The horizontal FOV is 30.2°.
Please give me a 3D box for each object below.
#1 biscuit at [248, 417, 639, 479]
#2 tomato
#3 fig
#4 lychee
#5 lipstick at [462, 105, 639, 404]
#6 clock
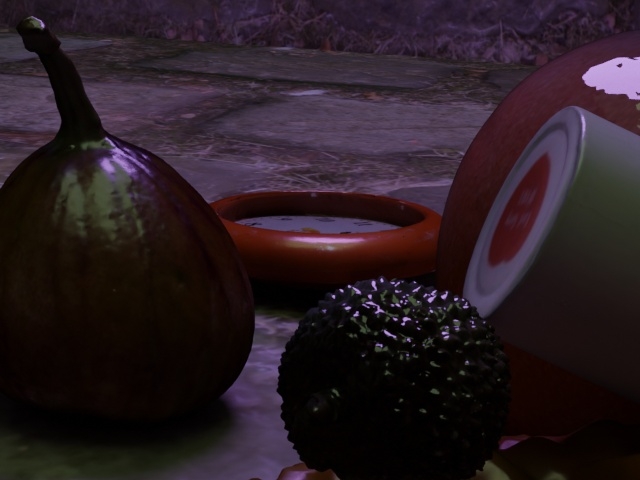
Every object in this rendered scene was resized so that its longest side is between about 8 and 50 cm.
[{"bbox_3d":[0.078,0.140,0.291,0.318,0.111,0.312,13,16,43],"label":"biscuit"},{"bbox_3d":[0.186,0.011,0.599,0.255,0.224,0.256,3,23,-1],"label":"tomato"},{"bbox_3d":[-0.126,0.010,0.655,0.149,0.202,0.148,-29,-17,30],"label":"fig"},{"bbox_3d":[0.022,0.043,0.345,0.067,0.068,0.083,47,24,14],"label":"lychee"},{"bbox_3d":[0.216,0.058,0.436,0.326,0.087,0.087,24,13,-7],"label":"lipstick"},{"bbox_3d":[0.000,0.000,0.908,0.205,0.051,0.205,2,14,0],"label":"clock"}]
